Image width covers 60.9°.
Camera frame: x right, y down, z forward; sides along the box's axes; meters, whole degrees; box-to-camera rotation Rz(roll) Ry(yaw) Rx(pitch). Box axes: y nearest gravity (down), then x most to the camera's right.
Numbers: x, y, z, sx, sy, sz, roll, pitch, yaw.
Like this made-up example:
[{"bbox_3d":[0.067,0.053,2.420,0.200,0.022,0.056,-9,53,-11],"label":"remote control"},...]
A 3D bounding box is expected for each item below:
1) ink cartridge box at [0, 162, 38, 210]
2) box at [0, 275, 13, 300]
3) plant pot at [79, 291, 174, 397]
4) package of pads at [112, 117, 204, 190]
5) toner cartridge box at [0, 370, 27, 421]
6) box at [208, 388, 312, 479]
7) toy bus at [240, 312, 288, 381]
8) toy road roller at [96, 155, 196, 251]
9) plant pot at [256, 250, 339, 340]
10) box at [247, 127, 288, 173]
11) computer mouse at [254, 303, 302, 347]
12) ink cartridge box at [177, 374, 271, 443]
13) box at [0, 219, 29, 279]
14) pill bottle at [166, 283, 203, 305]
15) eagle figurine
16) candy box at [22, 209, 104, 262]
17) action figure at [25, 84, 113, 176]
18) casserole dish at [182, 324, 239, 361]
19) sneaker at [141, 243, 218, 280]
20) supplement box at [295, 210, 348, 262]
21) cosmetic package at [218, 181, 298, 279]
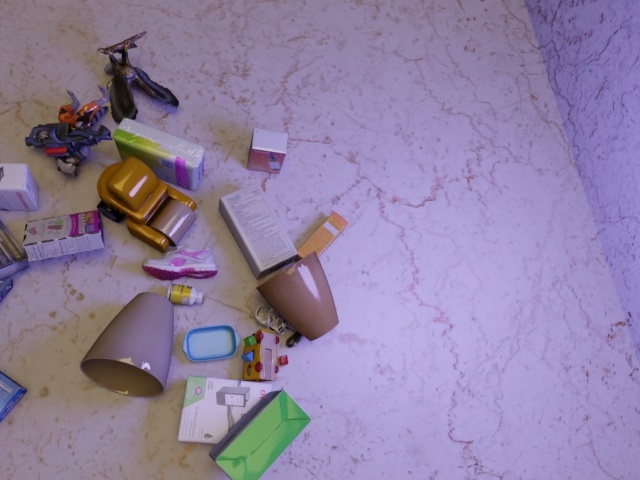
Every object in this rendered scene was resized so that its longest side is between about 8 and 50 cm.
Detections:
[{"bbox_3d":[-1.067,-0.173,1.774,0.237,0.172,0.100,-1,71,-14],"label":"ink cartridge box"},{"bbox_3d":[-1.099,0.172,1.665,0.183,0.059,0.233,24,47,-4],"label":"box"},{"bbox_3d":[-0.568,0.308,1.703,0.256,0.256,0.274,17,51,-7],"label":"plant pot"},{"bbox_3d":[-0.559,-0.298,1.916,0.296,0.229,0.101,21,71,-6],"label":"package of pads"},{"bbox_3d":[-1.076,0.410,1.612,0.347,0.075,0.165,34,67,1],"label":"toner cartridge box"},{"bbox_3d":[-0.181,0.565,1.567,0.127,0.231,0.262,46,66,2],"label":"box"},{"bbox_3d":[-0.208,0.378,1.824,0.202,0.104,0.191,-49,120,-54],"label":"toy bus"},{"bbox_3d":[-0.594,-0.138,1.841,0.329,0.240,0.203,31,67,-1],"label":"toy road roller"},{"bbox_3d":[-0.052,0.203,1.848,0.237,0.237,0.254,-32,89,-22],"label":"plant pot"},{"bbox_3d":[-0.201,-0.334,2.049,0.130,0.170,0.091,7,69,-10],"label":"box"},{"bbox_3d":[-0.146,0.289,1.907,0.193,0.042,0.106,34,71,-6],"label":"computer mouse"},{"bbox_3d":[-0.302,0.545,1.732,0.272,0.115,0.198,9,69,-11],"label":"ink cartridge box"},{"bbox_3d":[-1.070,0.027,1.719,0.231,0.056,0.183,47,47,14],"label":"box"},{"bbox_3d":[-0.461,0.186,1.852,0.116,0.065,0.065,10,68,-11],"label":"pill bottle"},{"bbox_3d":[-0.703,-0.591,2.037,0.226,0.225,0.298,-17,109,21],"label":"eagle figurine"},{"bbox_3d":[-0.839,-0.018,1.788,0.233,0.071,0.159,-11,34,-17],"label":"candy box"},{"bbox_3d":[-0.827,-0.377,1.911,0.341,0.178,0.330,7,72,18],"label":"action figure"},{"bbox_3d":[-0.368,0.347,1.832,0.188,0.037,0.114,-5,72,-15],"label":"casserole dish"},{"bbox_3d":[-0.484,0.070,1.877,0.252,0.103,0.111,1,66,-20],"label":"sneaker"},{"bbox_3d":[0.000,0.000,2.028,0.080,0.078,0.233,40,66,3],"label":"supplement box"},{"bbox_3d":[-0.228,-0.035,1.965,0.160,0.113,0.309,-25,77,-21],"label":"cosmetic package"}]
